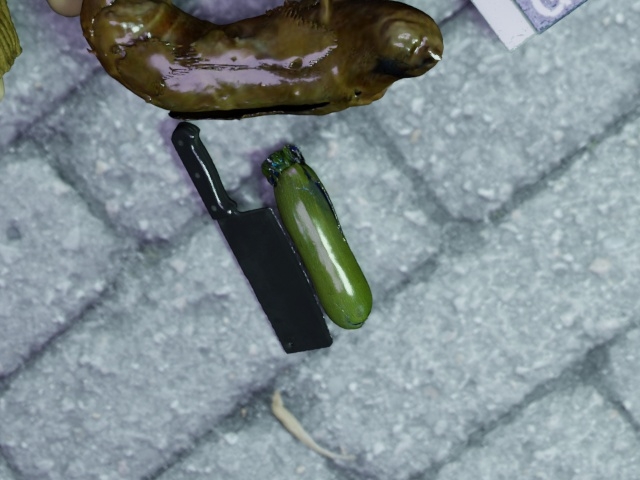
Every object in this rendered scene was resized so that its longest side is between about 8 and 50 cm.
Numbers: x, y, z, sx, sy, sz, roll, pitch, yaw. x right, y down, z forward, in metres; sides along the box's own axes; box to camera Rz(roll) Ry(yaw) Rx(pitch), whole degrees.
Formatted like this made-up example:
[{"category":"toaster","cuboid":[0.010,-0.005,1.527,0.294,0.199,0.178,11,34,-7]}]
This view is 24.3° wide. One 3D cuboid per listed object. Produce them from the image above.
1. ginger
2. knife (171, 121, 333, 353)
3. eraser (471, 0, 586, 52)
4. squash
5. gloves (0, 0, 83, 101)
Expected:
[{"category":"ginger","cuboid":[-0.050,-0.161,1.265,0.309,0.107,0.133,2,142,5]},{"category":"knife","cuboid":[-0.059,-0.003,1.355,0.072,0.019,0.245,-14,111,40]},{"category":"eraser","cuboid":[0.221,-0.257,1.251,0.212,0.046,0.092,-35,102,14]},{"category":"squash","cuboid":[0.000,0.000,1.351,0.052,0.052,0.183,-21,102,10]},{"category":"gloves","cuboid":[-0.286,-0.280,1.215,0.155,0.203,0.356,11,107,39]}]
